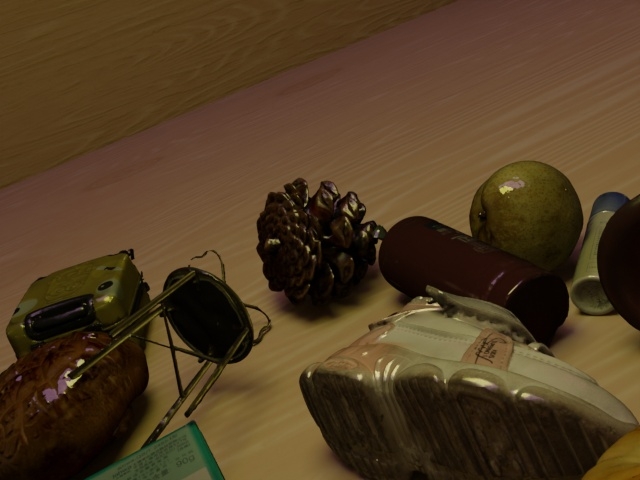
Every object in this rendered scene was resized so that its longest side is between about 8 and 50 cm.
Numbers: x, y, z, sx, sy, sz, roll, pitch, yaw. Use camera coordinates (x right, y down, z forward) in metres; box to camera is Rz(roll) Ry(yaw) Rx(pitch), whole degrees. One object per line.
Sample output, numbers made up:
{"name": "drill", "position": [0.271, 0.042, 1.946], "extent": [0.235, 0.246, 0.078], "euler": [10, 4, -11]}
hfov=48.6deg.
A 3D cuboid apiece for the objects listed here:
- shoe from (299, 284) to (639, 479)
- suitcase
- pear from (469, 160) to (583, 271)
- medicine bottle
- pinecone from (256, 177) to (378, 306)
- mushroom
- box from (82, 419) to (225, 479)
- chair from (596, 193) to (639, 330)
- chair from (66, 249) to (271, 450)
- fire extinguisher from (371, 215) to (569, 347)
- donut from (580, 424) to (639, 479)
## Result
{"name": "shoe", "position": [0.153, 0.139, 0.703], "extent": [0.350, 0.172, 0.198], "euler": [5, 33, 43]}
{"name": "suitcase", "position": [-0.382, 0.128, 1.163], "extent": [0.193, 0.143, 0.235], "euler": [-18, 23, 1]}
{"name": "pear", "position": [0.279, -0.029, 0.983], "extent": [0.136, 0.167, 0.167], "euler": [-2, 23, -6]}
{"name": "medicine bottle", "position": [0.380, 0.010, 0.948], "extent": [0.059, 0.059, 0.231], "euler": [-4, 28, 31]}
{"name": "pinecone", "position": [0.000, 0.000, 1.098], "extent": [0.207, 0.208, 0.208], "euler": [-16, 24, 7]}
{"name": "mushroom", "position": [-0.348, 0.219, 0.948], "extent": [0.253, 0.153, 0.253], "euler": [-26, 19, 10]}
{"name": "box", "position": [-0.202, 0.307, 0.712], "extent": [0.244, 0.092, 0.153], "euler": [-27, 26, -14]}
{"name": "chair", "position": [0.511, -0.027, 0.738], "extent": [0.400, 0.227, 0.226], "euler": [-29, 25, -17]}
{"name": "chair", "position": [-0.156, 0.105, 0.930], "extent": [0.170, 0.160, 0.325], "euler": [-42, 2, 40]}
{"name": "fire extinguisher", "position": [0.177, 0.046, 0.958], "extent": [0.114, 0.135, 0.337], "euler": [-56, 33, -1]}
{"name": "donut", "position": [0.317, 0.236, 0.341], "extent": [0.448, 0.198, 0.449], "euler": [-13, 25, 6]}
